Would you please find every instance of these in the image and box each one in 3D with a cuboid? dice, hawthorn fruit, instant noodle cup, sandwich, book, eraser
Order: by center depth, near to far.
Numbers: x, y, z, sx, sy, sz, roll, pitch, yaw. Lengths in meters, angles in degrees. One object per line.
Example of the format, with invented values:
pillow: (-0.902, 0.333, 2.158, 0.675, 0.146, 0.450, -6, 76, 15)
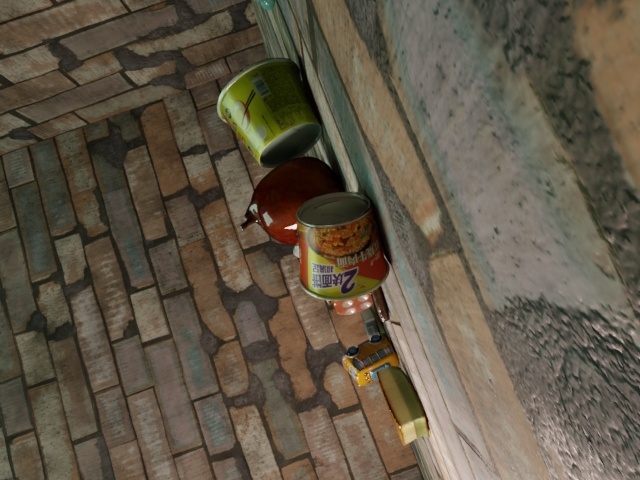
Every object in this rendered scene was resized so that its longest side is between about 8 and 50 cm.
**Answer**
instant noodle cup: (0.040, 0.001, 0.931, 0.213, 0.214, 0.174, -110, 9, -61)
instant noodle cup: (-0.147, -0.386, 1.358, 0.221, 0.312, 0.311, 61, 178, 11)
hawthorn fruit: (-0.070, -0.124, 1.417, 0.308, 0.325, 0.307, 42, -141, -45)
sandwich: (0.285, 0.573, 1.477, 0.220, 0.108, 0.186, -113, 4, -49)
dice: (0.105, 0.173, 1.640, 0.174, 0.174, 0.179, 73, 179, -49)
eraser: (0.215, 0.370, 1.807, 0.091, 0.046, 0.212, -110, 1, -52)
book: (0.251, 0.363, 1.864, 0.160, 0.024, 0.228, 70, 180, -53)

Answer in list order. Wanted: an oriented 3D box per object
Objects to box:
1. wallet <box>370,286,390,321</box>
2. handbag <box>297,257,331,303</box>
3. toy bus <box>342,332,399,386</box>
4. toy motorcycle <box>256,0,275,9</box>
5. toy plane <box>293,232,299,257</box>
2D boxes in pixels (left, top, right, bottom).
wallet: (0.163, 0.136, 1.350, 0.124, 0.042, 0.229, -120, 8, -75)
handbag: (0.042, 0.114, 1.928, 0.340, 0.248, 0.240, -127, 15, -67)
toy bus: (0.200, 0.469, 1.643, 0.136, 0.210, 0.126, 52, 163, 54)
toy motorcycle: (-0.174, -0.704, 1.087, 0.296, 0.110, 0.198, -105, -7, -78)
toy plane: (-0.001, -0.005, 1.242, 0.256, 0.251, 0.101, -18, 84, 47)
